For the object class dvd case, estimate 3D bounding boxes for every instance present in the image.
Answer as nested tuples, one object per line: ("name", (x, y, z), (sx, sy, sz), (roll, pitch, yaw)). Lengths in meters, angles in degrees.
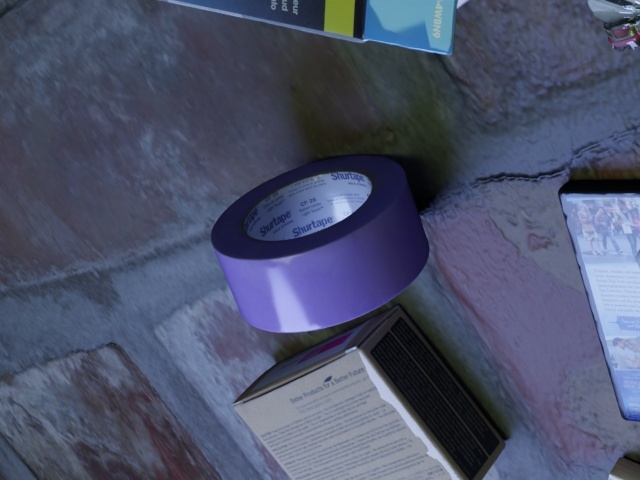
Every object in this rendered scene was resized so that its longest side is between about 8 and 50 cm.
("dvd case", (0.317, 0.060, 1.224), (0.180, 0.022, 0.253), (2, 123, 39))

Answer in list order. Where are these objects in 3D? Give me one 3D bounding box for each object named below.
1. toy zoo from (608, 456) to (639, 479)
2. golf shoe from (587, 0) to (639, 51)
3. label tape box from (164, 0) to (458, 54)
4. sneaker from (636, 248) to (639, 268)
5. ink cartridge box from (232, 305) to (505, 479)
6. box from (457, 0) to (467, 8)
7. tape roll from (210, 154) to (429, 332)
("toy zoo", (0.364, 0.361, 1.420), (0.192, 0.030, 0.293), (21, 133, 25))
("golf shoe", (0.266, -0.203, 1.021), (0.186, 0.067, 0.086), (-20, 107, 46))
("label tape box", (-0.018, -0.299, 1.095), (0.348, 0.115, 0.249), (15, 113, 27))
("sneaker", (0.326, 0.024, 1.134), (0.134, 0.051, 0.070), (31, 135, 11))
("ink cartridge box", (0.048, 0.196, 1.498), (0.193, 0.088, 0.235), (53, 138, -7))
("box", (0.170, -0.263, 1.052), (0.063, 0.067, 0.324), (50, 139, -6))
("tape roll", (0.000, 0.000, 1.305), (0.189, 0.189, 0.080), (2, 122, 38))
